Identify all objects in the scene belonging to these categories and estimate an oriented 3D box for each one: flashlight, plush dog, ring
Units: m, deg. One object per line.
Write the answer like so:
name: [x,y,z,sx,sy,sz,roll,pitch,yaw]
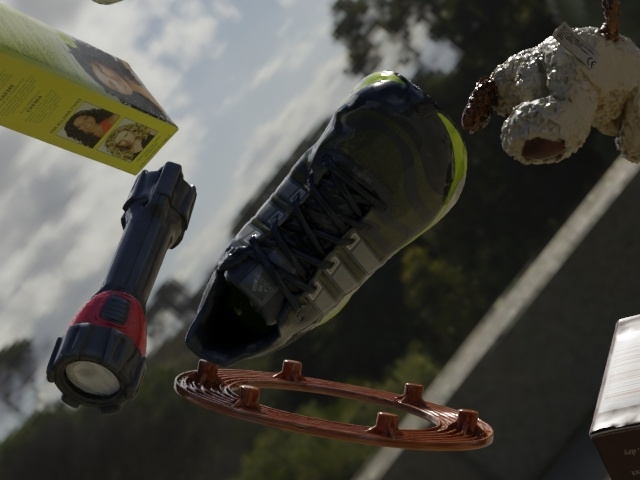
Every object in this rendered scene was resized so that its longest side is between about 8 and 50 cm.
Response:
flashlight: [-0.213,0.052,1.914,0.103,0.103,0.304,-15,36,26]
plush dog: [0.305,-0.197,2.187,0.225,0.262,0.210,-3,90,59]
ring: [0.016,0.164,1.781,0.336,0.337,0.032,-81,0,-87]

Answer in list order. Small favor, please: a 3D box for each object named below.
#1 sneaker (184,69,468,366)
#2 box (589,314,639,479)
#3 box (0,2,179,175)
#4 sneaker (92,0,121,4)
sneaker: [0.000,0.000,1.211,0.121,0.111,0.300,-43,-8,-44]
box: [0.349,0.173,1.449,0.167,0.203,0.168,-16,27,27]
box: [-0.207,-0.118,1.273,0.058,0.087,0.232,-47,-28,14]
sneaker: [-0.087,-0.278,1.296,0.153,0.094,0.235,14,66,39]
